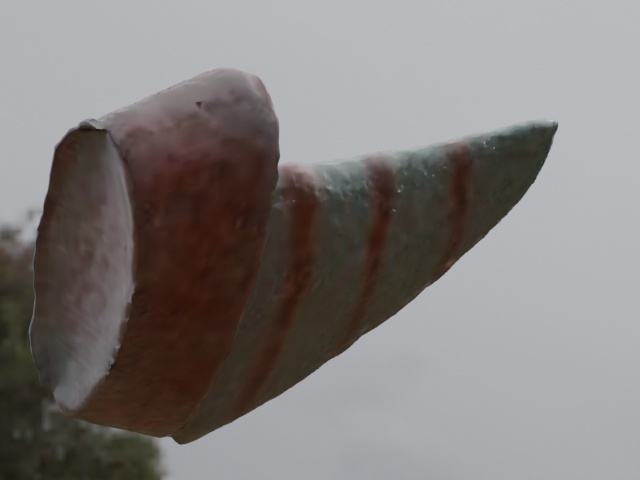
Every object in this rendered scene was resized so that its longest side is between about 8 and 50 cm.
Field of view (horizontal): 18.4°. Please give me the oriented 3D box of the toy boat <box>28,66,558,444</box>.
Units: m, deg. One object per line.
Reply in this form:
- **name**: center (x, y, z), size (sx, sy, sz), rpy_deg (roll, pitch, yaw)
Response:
- **toy boat**: center (0.000, 0.000, 0.977), size (0.282, 0.206, 0.096), rpy_deg (-14, 36, -36)
